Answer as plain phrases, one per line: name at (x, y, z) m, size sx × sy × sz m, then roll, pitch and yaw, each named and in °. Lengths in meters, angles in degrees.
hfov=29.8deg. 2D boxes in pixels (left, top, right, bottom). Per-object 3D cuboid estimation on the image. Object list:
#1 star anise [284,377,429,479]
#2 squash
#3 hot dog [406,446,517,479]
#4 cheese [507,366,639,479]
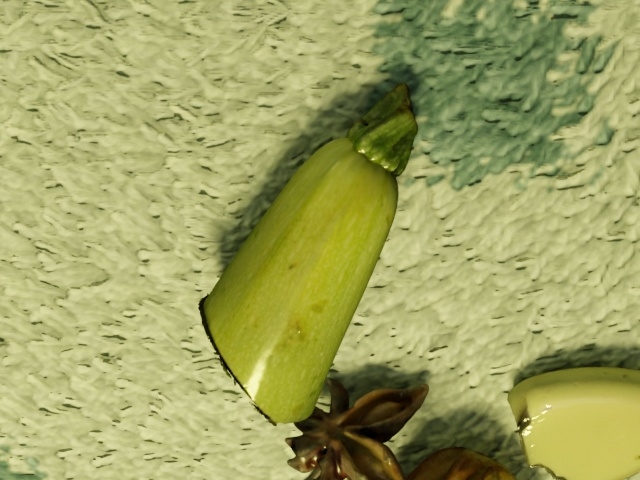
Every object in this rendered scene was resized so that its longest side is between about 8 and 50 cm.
star anise at (0.005, 0.245, 1.121) m, size 0.219 × 0.148 × 0.227 m, roll -23°, pitch 149°, yaw -21°
squash at (-0.011, 0.001, 0.977) m, size 0.137 × 0.137 × 0.287 m, roll 21°, pitch 113°, yaw -8°
hot dog at (0.097, 0.319, 1.130) m, size 0.196 × 0.122 × 0.272 m, roll 16°, pitch 120°, yaw -36°
cheese at (0.303, 0.157, 1.081) m, size 0.256 × 0.050 × 0.127 m, roll -12°, pitch 116°, yaw 9°
